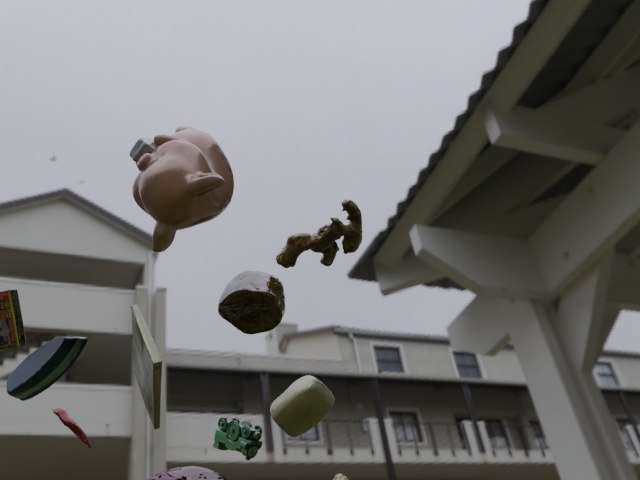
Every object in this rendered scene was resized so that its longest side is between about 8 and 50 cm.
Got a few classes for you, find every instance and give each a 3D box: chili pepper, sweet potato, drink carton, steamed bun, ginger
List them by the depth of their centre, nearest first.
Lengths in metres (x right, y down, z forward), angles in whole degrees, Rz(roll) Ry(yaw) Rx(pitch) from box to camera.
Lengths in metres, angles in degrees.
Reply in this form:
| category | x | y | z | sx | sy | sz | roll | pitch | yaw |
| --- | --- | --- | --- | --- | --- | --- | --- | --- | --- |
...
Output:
| category | x | y | z | sx | sy | sz | roll | pitch | yaw |
| --- | --- | --- | --- | --- | --- | --- | --- | --- | --- |
| sweet potato | -0.161 | 0.144 | 1.741 | 0.158 | 0.157 | 0.369 | -12 | 5 | 1 |
| ginger | 0.009 | 0.010 | 1.817 | 0.259 | 0.065 | 0.149 | -36 | -63 | -4 |
| drink carton | -0.884 | 0.225 | 1.948 | 0.071 | 0.165 | 0.056 | -10 | -2 | 4 |
| chili pepper | -0.730 | 0.546 | 2.033 | 0.027 | 0.178 | 0.045 | -44 | -21 | -19 |
| steamed bun | -0.073 | 0.614 | 2.622 | 0.239 | 0.152 | 0.170 | -41 | -70 | 4 |

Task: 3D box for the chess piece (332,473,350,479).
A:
| category | x | y | z | sx | sy | sz | roll | pitch | yaw |
| --- | --- | --- | --- | --- | --- | --- | --- | --- | --- |
| chess piece | 0.029 | 0.760 | 2.018 | 0.060 | 0.172 | 0.060 | 14 | -59 | 24 |

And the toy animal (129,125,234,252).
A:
| category | x | y | z | sx | sy | sz | roll | pitch | yaw |
| --- | --- | --- | --- | --- | --- | --- | --- | --- | --- |
| toy animal | -0.280 | -0.130 | 1.395 | 0.213 | 0.256 | 0.195 | 43 | -69 | 2 |

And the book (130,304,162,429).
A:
| category | x | y | z | sx | sy | sz | roll | pitch | yaw |
| --- | --- | --- | --- | --- | --- | --- | --- | --- | --- |
| book | -0.456 | 0.333 | 1.805 | 0.025 | 0.214 | 0.282 | -13 | -46 | -26 |

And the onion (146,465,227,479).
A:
| category | x | y | z | sx | sy | sz | roll | pitch | yaw |
| --- | --- | --- | --- | --- | --- | --- | --- | --- | --- |
| onion | -0.264 | 0.679 | 1.532 | 0.348 | 0.347 | 0.385 | -31 | -38 | 24 |

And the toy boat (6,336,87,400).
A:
| category | x | y | z | sx | sy | sz | roll | pitch | yaw |
| --- | --- | --- | --- | --- | --- | --- | --- | --- | --- |
| toy boat | -0.734 | 0.331 | 1.850 | 0.299 | 0.096 | 0.062 | -36 | -44 | 22 |

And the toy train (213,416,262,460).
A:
| category | x | y | z | sx | sy | sz | roll | pitch | yaw |
| --- | --- | --- | --- | --- | --- | --- | --- | --- | --- |
| toy train | -0.244 | 0.585 | 2.050 | 0.178 | 0.104 | 0.071 | 3 | -11 | 44 |
